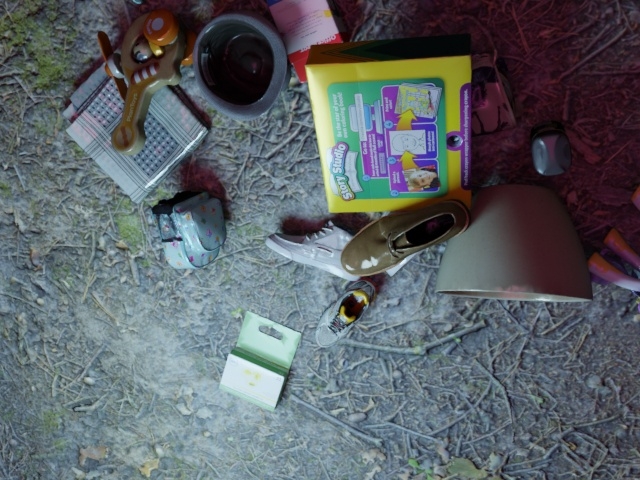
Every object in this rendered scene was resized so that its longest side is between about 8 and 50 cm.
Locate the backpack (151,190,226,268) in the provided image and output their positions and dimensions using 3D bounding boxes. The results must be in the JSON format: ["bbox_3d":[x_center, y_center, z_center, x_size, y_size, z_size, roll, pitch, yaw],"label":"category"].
[{"bbox_3d":[-0.326,-0.020,1.803,0.145,0.166,0.188,4,111,25],"label":"backpack"}]

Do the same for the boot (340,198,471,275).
[{"bbox_3d":[0.159,-0.003,1.485,0.305,0.115,0.112,-25,89,26],"label":"boot"}]

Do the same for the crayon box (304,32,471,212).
[{"bbox_3d":[0.151,-0.229,1.453,0.313,0.106,0.362,0,131,11],"label":"crayon box"}]

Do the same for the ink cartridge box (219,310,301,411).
[{"bbox_3d":[-0.166,0.331,1.929,0.171,0.056,0.235,22,113,9],"label":"ink cartridge box"}]

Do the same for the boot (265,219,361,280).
[{"bbox_3d":[0.000,0.000,1.766,0.259,0.095,0.123,20,105,0],"label":"boot"}]

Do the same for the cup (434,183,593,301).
[{"bbox_3d":[0.424,0.007,1.544,0.331,0.331,0.236,3,84,15],"label":"cup"}]

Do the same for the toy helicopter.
[{"bbox_3d":[-0.441,-0.377,1.686,0.235,0.140,0.354,10,83,22],"label":"toy helicopter"}]

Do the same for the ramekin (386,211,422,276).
[{"bbox_3d":[0.206,-0.023,1.635,0.207,0.207,0.109,-44,82,23],"label":"ramekin"}]

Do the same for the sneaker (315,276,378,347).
[{"bbox_3d":[0.055,0.189,1.799,0.088,0.093,0.225,36,113,3],"label":"sneaker"}]

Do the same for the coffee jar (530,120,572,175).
[{"bbox_3d":[0.490,-0.197,1.504,0.079,0.184,0.096,-8,105,18],"label":"coffee jar"}]

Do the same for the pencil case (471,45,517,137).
[{"bbox_3d":[0.216,-0.291,1.566,0.411,0.160,0.183,-12,108,19],"label":"pencil case"}]

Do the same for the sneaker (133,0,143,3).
[{"bbox_3d":[-0.434,-0.656,1.694,0.076,0.065,0.166,1,109,12],"label":"sneaker"}]

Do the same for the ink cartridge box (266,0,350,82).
[{"bbox_3d":[-0.023,-0.493,1.616,0.134,0.078,0.230,-18,101,21],"label":"ink cartridge box"}]

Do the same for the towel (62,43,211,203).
[{"bbox_3d":[-0.487,-0.306,1.820,0.312,0.056,0.324,-40,92,23],"label":"towel"}]

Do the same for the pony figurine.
[{"bbox_3d":[0.764,0.097,1.498,0.364,0.303,0.350,35,105,20],"label":"pony figurine"}]

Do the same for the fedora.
[{"bbox_3d":[-0.164,-0.408,1.652,0.276,0.124,0.243,24,109,24],"label":"fedora"}]
